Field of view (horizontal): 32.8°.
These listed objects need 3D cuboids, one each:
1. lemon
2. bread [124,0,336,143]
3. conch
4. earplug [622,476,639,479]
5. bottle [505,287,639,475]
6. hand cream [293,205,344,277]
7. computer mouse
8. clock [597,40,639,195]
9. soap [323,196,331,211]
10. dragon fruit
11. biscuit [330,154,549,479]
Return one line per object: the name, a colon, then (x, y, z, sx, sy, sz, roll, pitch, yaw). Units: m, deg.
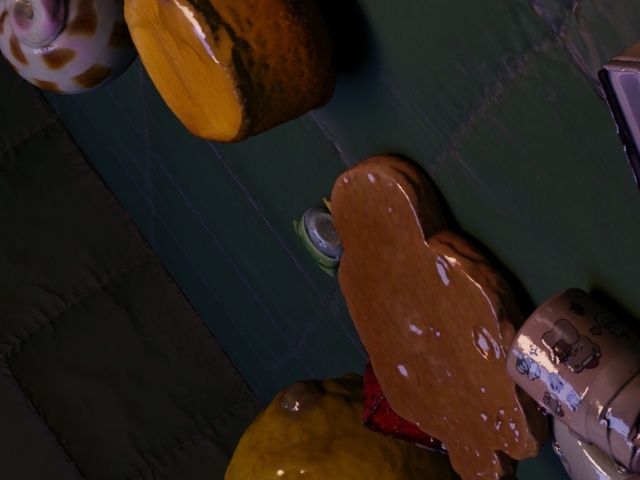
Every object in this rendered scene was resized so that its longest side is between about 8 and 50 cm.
lemon: (0.034, 0.356, 1.478, 0.350, 0.349, 0.387, 34, 148, 56)
bread: (-0.081, -0.191, 0.996, 0.195, 0.142, 0.269, 62, 163, -15)
conch: (-0.324, -0.319, 1.430, 0.368, 0.197, 0.250, -143, 60, -64)
earplug: (0.299, 0.351, 0.852, 0.172, 0.172, 0.301, 29, 145, 61)
bottle: (0.218, 0.115, 0.808, 0.152, 0.099, 0.099, 43, 162, 31)
hand cream: (0.000, 0.000, 1.366, 0.095, 0.046, 0.175, 52, 168, 3)
computer mouse: (0.255, 0.207, 0.976, 0.182, 0.056, 0.089, 47, 159, 34)
clock: (0.229, -0.013, 0.516, 0.192, 0.071, 0.147, 61, 165, -22)
soap: (0.063, 0.016, 1.217, 0.169, 0.033, 0.089, 58, 164, -11)
dragon fruit: (0.125, 0.163, 1.285, 0.161, 0.120, 0.127, 115, 165, -46)
biscuit: (0.120, 0.090, 1.074, 0.269, 0.051, 0.376, 0, 114, 63)
